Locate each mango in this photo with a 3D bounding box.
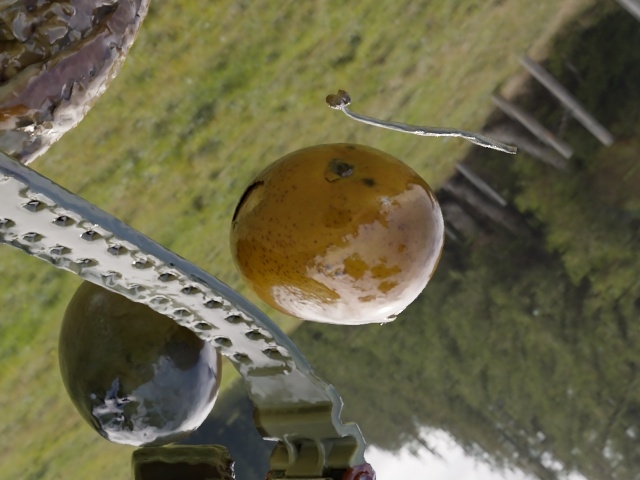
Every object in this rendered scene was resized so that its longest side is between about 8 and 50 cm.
[{"bbox_3d":[0.000,0.000,1.155,0.290,0.191,0.160,-37,-150,60],"label":"mango"}]

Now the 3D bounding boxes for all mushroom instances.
[{"bbox_3d":[0.130,-0.142,1.394,0.028,0.286,0.026,-21,-120,57],"label":"mushroom"}]

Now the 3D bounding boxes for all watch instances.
[{"bbox_3d":[-0.084,0.089,0.464,0.102,0.268,0.165,-13,-128,44],"label":"watch"}]

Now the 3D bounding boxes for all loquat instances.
[{"bbox_3d":[-0.192,0.124,1.205,0.179,0.179,0.227,-49,-143,27],"label":"loquat"}]

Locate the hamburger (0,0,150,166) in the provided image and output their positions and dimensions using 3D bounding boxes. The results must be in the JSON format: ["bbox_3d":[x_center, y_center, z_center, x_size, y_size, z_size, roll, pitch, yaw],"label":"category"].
[{"bbox_3d":[-0.207,-0.102,0.619,0.286,0.146,0.243,-39,-164,22],"label":"hamburger"}]

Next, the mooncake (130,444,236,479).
[{"bbox_3d":[-0.145,0.342,1.274,0.124,0.228,0.228,-6,165,-12],"label":"mooncake"}]
